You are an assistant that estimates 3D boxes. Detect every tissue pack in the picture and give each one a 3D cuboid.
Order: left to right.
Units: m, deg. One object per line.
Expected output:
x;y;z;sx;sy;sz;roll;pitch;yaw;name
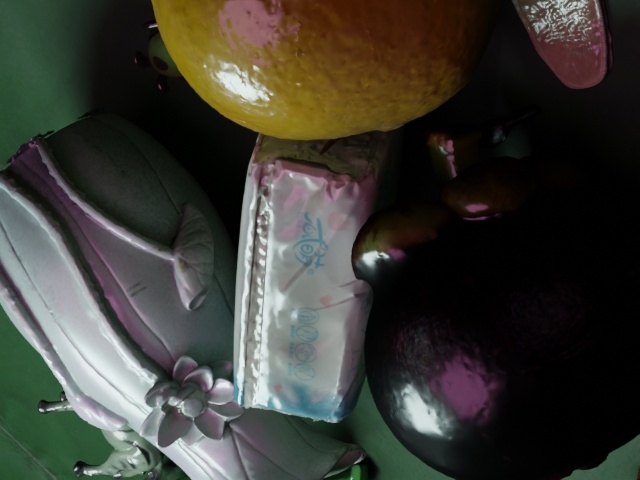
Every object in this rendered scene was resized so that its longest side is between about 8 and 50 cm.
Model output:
0.000;-0.002;1.545;0.124;0.201;0.271;8;126;6;tissue pack

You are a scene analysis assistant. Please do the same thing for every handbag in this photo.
-0.131;-0.189;1.650;0.072;0.047;0.111;48;144;-3;handbag

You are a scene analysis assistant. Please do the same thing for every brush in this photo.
0.158;-0.097;1.487;0.024;0.008;0.083;56;142;-5;brush

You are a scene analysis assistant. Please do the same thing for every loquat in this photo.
0.005;-0.198;1.348;0.274;0.275;0.275;25;137;26;loquat

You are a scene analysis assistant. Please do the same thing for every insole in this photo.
0.165;-0.228;1.363;0.081;0.011;0.248;-6;118;47;insole

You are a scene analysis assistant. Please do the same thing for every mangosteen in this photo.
0.154;0.045;1.418;0.275;0.275;0.302;-25;84;51;mangosteen

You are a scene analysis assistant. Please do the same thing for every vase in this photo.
-0.149;0.098;1.726;0.445;0.250;0.250;53;143;7;vase

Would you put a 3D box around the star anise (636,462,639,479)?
0.324;0.296;1.606;0.196;0.111;0.212;52;149;5;star anise

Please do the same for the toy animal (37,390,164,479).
-0.236;0.211;2.086;0.176;0.073;0.217;-10;120;31;toy animal

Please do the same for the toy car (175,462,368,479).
-0.104;0.339;1.977;0.358;0.213;0.176;-9;83;54;toy car
